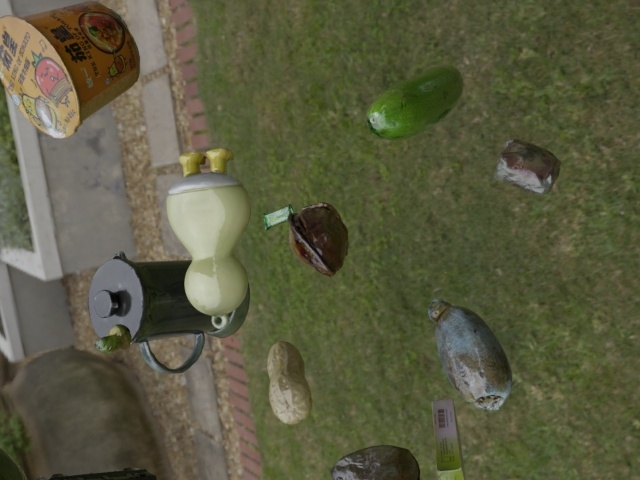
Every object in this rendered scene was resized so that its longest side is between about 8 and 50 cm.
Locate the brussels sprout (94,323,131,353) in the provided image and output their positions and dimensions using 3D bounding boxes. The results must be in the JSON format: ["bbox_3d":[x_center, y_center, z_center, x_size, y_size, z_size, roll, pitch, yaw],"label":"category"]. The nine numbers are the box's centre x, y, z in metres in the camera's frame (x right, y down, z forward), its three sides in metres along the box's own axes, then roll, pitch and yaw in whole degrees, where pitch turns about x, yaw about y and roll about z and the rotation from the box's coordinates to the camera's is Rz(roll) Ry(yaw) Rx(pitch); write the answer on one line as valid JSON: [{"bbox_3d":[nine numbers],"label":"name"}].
[{"bbox_3d":[-0.387,0.190,1.327,0.083,0.051,0.046,-58,-24,-69],"label":"brussels sprout"}]

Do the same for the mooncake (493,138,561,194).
[{"bbox_3d":[0.417,-0.149,1.415,0.125,0.130,0.073,19,124,13],"label":"mooncake"}]

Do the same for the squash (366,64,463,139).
[{"bbox_3d":[0.156,-0.212,1.069,0.082,0.292,0.082,14,119,27],"label":"squash"}]

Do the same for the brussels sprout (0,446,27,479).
[{"bbox_3d":[-0.793,0.595,1.521,0.371,0.276,0.315,-14,-90,-82],"label":"brussels sprout"}]

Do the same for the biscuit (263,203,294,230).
[{"bbox_3d":[-0.105,-0.061,1.802,0.089,0.016,0.046,-21,72,19],"label":"biscuit"}]

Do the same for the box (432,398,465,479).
[{"bbox_3d":[0.333,0.556,1.804,0.260,0.062,0.175,-78,-24,-63],"label":"box"}]

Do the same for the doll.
[{"bbox_3d":[-0.180,-0.002,1.174,0.117,0.141,0.296,-41,-54,-84],"label":"doll"}]

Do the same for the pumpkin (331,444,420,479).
[{"bbox_3d":[0.164,0.555,1.549,0.149,0.254,0.130,-48,25,22],"label":"pumpkin"}]

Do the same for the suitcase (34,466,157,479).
[{"bbox_3d":[-0.427,0.530,1.297,0.066,0.285,0.206,8,80,28],"label":"suitcase"}]

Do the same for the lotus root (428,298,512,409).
[{"bbox_3d":[0.359,0.253,1.699,0.140,0.158,0.322,-36,46,20],"label":"lotus root"}]

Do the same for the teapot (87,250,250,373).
[{"bbox_3d":[-0.337,0.158,1.551,0.200,0.337,0.270,-8,85,37],"label":"teapot"}]

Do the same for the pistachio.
[{"bbox_3d":[0.000,0.000,1.520,0.130,0.165,0.210,-47,30,23],"label":"pistachio"}]

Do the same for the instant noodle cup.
[{"bbox_3d":[-0.431,-0.308,1.223,0.216,0.172,0.216,23,134,26],"label":"instant noodle cup"}]

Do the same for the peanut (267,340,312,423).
[{"bbox_3d":[-0.092,0.386,1.963,0.123,0.123,0.257,111,155,-43],"label":"peanut"}]
